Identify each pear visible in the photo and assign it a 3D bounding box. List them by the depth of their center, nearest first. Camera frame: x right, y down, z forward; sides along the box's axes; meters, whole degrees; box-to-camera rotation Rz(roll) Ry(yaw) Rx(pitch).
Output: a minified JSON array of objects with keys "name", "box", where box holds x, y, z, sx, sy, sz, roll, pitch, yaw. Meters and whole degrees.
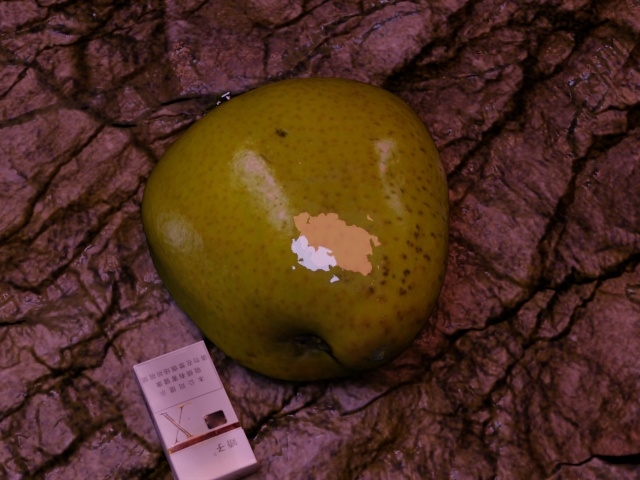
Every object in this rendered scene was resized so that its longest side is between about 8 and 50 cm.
[{"name":"pear","box":[0.000,0.000,1.526,0.343,0.238,0.318,-14,55,-14]}]

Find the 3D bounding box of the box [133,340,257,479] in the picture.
[{"name":"box","box":[-0.136,0.192,1.509,0.084,0.040,0.154,-18,63,-17]}]
